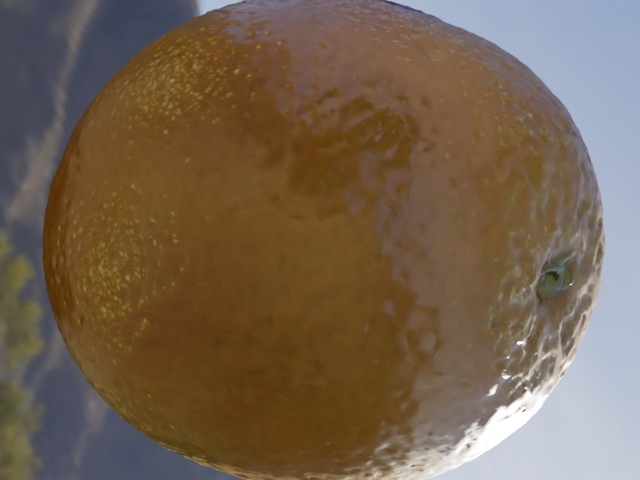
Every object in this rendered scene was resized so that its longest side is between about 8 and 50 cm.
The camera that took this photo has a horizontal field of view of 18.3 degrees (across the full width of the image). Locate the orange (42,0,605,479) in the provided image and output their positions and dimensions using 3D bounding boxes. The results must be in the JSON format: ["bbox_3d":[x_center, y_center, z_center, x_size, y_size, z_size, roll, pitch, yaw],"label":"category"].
[{"bbox_3d":[0.000,0.000,0.841,0.236,0.236,0.236,163,-90,-81],"label":"orange"}]
